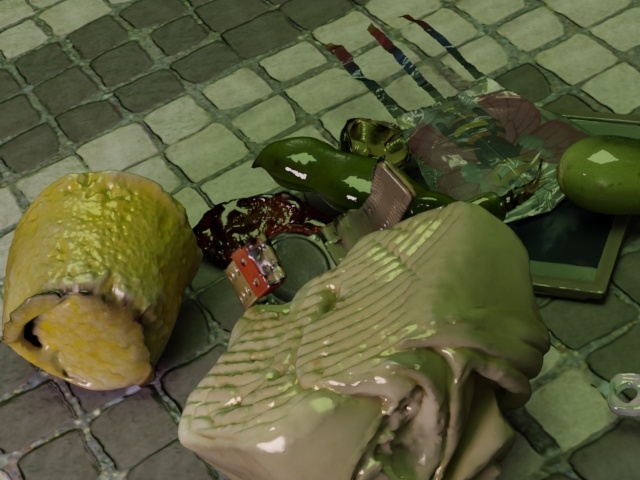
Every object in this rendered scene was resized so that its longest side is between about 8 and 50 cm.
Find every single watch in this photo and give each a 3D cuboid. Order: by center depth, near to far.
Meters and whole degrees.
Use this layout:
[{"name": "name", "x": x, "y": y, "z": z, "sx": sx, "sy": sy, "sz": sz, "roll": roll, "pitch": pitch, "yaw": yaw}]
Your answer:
[{"name": "watch", "x": -0.006, "y": 0.004, "z": 1.326, "sx": 0.164, "sy": 0.268, "sz": 0.102, "roll": -28, "pitch": 81, "yaw": -11}]

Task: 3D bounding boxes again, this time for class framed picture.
[{"name": "framed picture", "x": 0.230, "y": -0.047, "z": 1.486, "sx": 0.208, "sy": 0.019, "sz": 0.281, "roll": 6, "pitch": 45, "yaw": 21}]

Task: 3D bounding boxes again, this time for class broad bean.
[{"name": "broad bean", "x": 0.072, "y": -0.060, "z": 1.466, "sx": 0.318, "sy": 0.056, "sz": 0.098, "roll": 6, "pitch": 53, "yaw": 20}]

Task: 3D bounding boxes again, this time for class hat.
[{"name": "hat", "x": 0.058, "y": -0.090, "z": 1.556, "sx": 0.076, "sy": 0.059, "sz": 0.077, "roll": 0, "pitch": 46, "yaw": -8}]

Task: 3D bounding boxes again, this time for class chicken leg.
[{"name": "chicken leg", "x": -0.039, "y": -0.006, "z": 1.499, "sx": 0.205, "sy": 0.053, "sz": 0.093, "roll": -9, "pitch": 61, "yaw": 15}]

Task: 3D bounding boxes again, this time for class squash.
[{"name": "squash", "x": 0.358, "y": -0.054, "z": 1.398, "sx": 0.250, "sy": 0.083, "sz": 0.083, "roll": 9, "pitch": 46, "yaw": 10}]

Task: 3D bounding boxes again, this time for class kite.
[{"name": "kite", "x": 0.141, "y": -0.143, "z": 1.553, "sx": 0.204, "sy": 0.022, "sz": 0.360, "roll": -28, "pitch": 51, "yaw": -20}]

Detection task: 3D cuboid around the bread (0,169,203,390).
[{"name": "bread", "x": -0.218, "y": 0.039, "z": 1.393, "sx": 0.197, "sy": 0.197, "sz": 0.171, "roll": -6, "pitch": 46, "yaw": 10}]

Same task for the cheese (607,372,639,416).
[{"name": "cheese", "x": 0.362, "y": 0.138, "z": 1.212, "sx": 0.227, "sy": 0.064, "sz": 0.137, "roll": 1, "pitch": 42, "yaw": 19}]

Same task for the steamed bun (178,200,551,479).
[{"name": "steamed bun", "x": 0.060, "y": 0.128, "z": 1.211, "sx": 0.276, "sy": 0.203, "sz": 0.289, "roll": -1, "pitch": 42, "yaw": 51}]
